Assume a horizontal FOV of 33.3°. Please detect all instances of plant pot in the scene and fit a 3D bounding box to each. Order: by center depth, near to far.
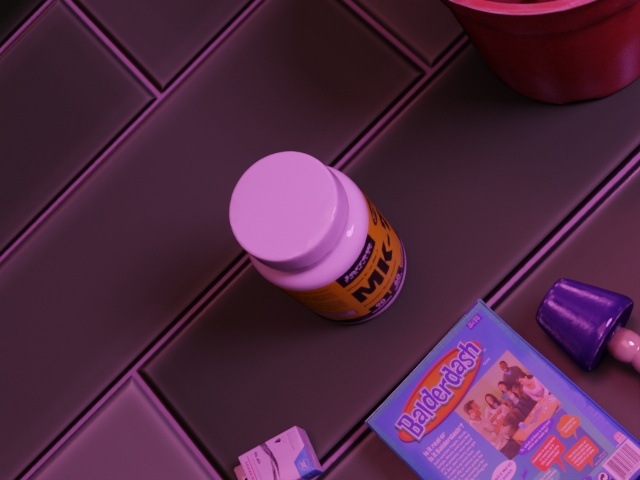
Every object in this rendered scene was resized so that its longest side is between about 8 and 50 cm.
[{"bbox_3d":[0.215,-0.267,0.972,0.272,0.265,0.272,-5,72,17],"label":"plant pot"}]

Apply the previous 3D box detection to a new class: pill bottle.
[{"bbox_3d":[0.000,0.000,0.993,0.119,0.208,0.119,-6,72,18],"label":"pill bottle"}]

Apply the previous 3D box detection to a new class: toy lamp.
[{"bbox_3d":[0.312,0.122,0.921,0.274,0.080,0.080,35,87,23],"label":"toy lamp"}]

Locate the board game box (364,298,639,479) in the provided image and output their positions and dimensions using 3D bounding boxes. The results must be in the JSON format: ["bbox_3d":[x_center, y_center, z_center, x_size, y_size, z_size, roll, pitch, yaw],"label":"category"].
[{"bbox_3d":[0.169,0.181,0.966,0.160,0.047,0.210,-47,65,1],"label":"board game box"}]

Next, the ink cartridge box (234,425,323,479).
[{"bbox_3d":[-0.046,0.221,1.039,0.083,0.028,0.048,-30,66,9],"label":"ink cartridge box"}]
